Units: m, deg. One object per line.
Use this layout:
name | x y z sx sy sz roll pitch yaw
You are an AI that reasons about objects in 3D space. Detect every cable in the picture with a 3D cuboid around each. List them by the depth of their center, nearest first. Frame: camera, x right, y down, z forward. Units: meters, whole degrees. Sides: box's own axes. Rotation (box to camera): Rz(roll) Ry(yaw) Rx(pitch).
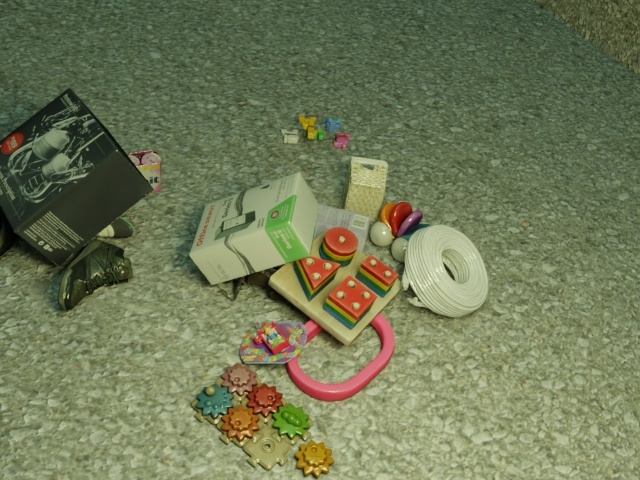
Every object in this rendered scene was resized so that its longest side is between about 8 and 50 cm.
cable | 0.330 0.076 1.862 0.257 0.089 0.257 24 51 -28

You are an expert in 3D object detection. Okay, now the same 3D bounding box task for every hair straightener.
hair straightener | -0.229 0.066 1.885 0.089 0.047 0.230 -8 49 15

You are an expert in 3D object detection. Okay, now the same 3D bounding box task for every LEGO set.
LEGO set | -0.011 -0.343 2.288 0.227 0.087 0.093 3 45 -6

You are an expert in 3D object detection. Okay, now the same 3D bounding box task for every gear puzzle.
gear puzzle | -0.116 0.403 1.558 0.339 0.044 0.175 34 49 22

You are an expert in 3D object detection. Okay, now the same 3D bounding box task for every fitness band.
fitness band | 0.051 0.264 1.722 0.209 0.054 0.291 37 52 24

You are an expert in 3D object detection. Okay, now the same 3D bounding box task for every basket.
basket | 0.127 -0.145 2.064 0.113 0.167 0.103 8 49 -2

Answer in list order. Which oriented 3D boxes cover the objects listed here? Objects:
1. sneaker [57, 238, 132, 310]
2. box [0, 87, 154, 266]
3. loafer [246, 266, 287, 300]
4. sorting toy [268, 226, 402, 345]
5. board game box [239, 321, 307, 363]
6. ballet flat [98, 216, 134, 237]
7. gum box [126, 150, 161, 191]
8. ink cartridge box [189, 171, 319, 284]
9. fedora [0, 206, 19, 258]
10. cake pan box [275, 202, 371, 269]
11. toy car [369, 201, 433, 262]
sneaker | -0.552 0.089 1.760 0.130 0.087 0.227 12 39 10
box | -0.661 -0.170 1.829 0.312 0.179 0.343 -40 53 -6
loafer | -0.095 0.123 1.831 0.220 0.078 0.080 28 2 7
sorting toy | 0.051 0.089 1.774 0.255 0.089 0.257 37 48 14
board game box | -0.118 0.232 1.688 0.169 0.033 0.133 -4 37 21
ballet flat | -0.594 -0.045 1.899 0.203 0.074 0.074 24 46 22
gum box | -0.544 -0.186 2.020 0.189 0.107 0.062 -11 49 -20
ink cartridge box | -0.165 -0.029 1.791 0.289 0.121 0.211 -17 37 20
fedora | -0.940 -0.067 1.798 0.334 0.152 0.334 5 45 -5
cake pan box | 0.000 0.000 1.965 0.246 0.070 0.266 15 45 1
toy car | 0.241 -0.039 1.996 0.182 0.136 0.159 38 51 25
